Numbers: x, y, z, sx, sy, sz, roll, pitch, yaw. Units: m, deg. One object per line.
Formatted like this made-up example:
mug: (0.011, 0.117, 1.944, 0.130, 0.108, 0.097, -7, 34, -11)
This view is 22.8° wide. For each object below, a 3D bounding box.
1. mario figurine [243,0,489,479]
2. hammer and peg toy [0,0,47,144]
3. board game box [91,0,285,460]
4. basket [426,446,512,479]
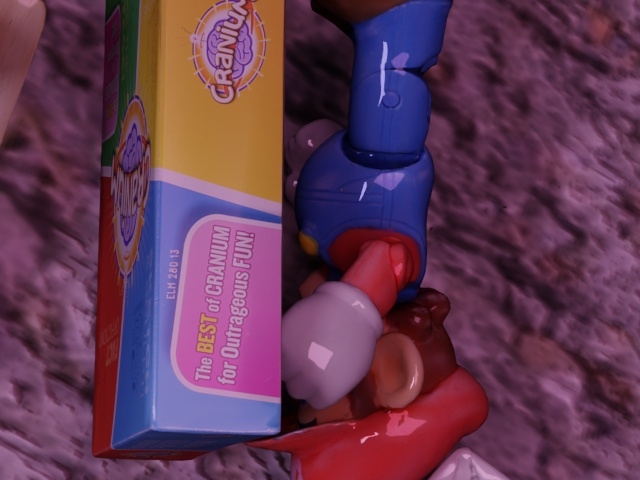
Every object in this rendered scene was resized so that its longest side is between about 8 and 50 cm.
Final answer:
mario figurine: (0.000, 0.000, 0.907, 0.198, 0.170, 0.321, 3, 89, -53)
hammer and peg toy: (-0.317, -0.005, 0.848, 0.266, 0.127, 0.361, 19, 101, -12)
board game box: (-0.077, -0.043, 0.879, 0.064, 0.242, 0.317, 3, 78, -14)
basket: (0.066, 0.224, 0.934, 0.113, 0.103, 0.167, 40, 70, 8)
